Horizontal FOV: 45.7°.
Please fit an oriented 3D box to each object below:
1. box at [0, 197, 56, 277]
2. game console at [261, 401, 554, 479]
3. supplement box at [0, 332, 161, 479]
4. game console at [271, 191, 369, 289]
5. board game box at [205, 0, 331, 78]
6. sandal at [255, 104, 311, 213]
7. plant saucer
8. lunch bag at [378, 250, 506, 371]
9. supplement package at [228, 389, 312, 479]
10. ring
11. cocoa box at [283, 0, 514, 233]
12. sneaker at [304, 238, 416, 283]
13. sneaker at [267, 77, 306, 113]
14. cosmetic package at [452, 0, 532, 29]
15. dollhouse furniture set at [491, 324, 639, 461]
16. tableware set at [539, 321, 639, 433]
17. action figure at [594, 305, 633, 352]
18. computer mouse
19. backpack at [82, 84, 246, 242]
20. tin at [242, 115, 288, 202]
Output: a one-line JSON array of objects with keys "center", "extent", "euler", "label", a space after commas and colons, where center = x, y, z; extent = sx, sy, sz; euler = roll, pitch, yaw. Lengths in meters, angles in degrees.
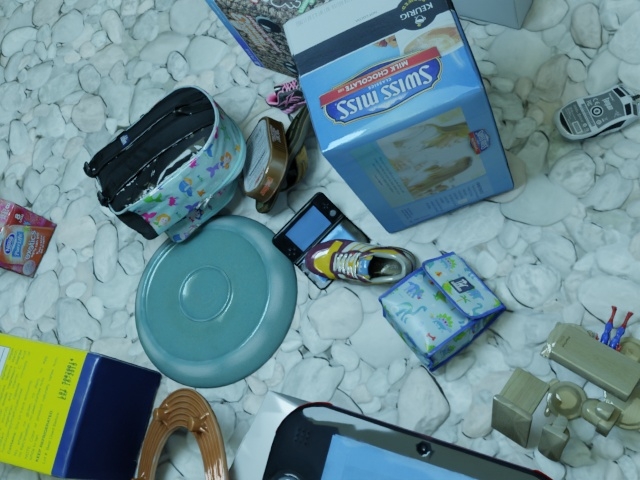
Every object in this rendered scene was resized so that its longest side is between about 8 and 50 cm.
[{"center": [-0.675, -0.027, 1.501], "extent": [0.257, 0.128, 0.122], "euler": [15, 78, 25], "label": "box"}, {"center": [0.087, 0.402, 0.915], "extent": [0.386, 0.060, 0.342], "euler": [13, 79, 22], "label": "game console"}, {"center": [-0.489, 0.272, 1.291], "extent": [0.356, 0.195, 0.194], "euler": [8, 74, 22], "label": "supplement box"}, {"center": [0.000, 0.000, 1.278], "extent": [0.122, 0.107, 0.071], "euler": [-46, 35, 0], "label": "game console"}, {"center": [-0.015, -0.386, 1.327], "extent": [0.291, 0.232, 0.141], "euler": [24, 81, 26], "label": "board game box"}, {"center": [-0.049, -0.142, 1.350], "extent": [0.090, 0.060, 0.219], "euler": [-16, 48, 64], "label": "sandal"}, {"center": [-0.196, 0.097, 1.331], "extent": [0.318, 0.044, 0.317], "euler": [-7, 69, 18], "label": "plant saucer"}, {"center": [0.187, 0.102, 1.164], "extent": [0.151, 0.096, 0.129], "euler": [-34, 61, -10], "label": "lunch bag"}, {"center": [0.036, 0.361, 1.077], "extent": [0.293, 0.175, 0.177], "euler": [24, 83, 25], "label": "supplement package"}, {"center": [-0.223, 0.390, 1.133], "extent": [0.336, 0.032, 0.336], "euler": [-25, 60, 53], "label": "ring"}, {"center": [0.132, -0.193, 1.141], "extent": [0.231, 0.347, 0.228], "euler": [-20, 66, 14], "label": "cocoa box"}, {"center": [0.058, 0.034, 1.220], "extent": [0.185, 0.084, 0.069], "euler": [0, 95, 15], "label": "sneaker"}, {"center": [-0.054, -0.269, 1.371], "extent": [0.119, 0.057, 0.047], "euler": [-30, 55, 48], "label": "sneaker"}, {"center": [0.279, -0.518, 1.320], "extent": [0.225, 0.138, 0.224], "euler": [21, 80, 24], "label": "cosmetic package"}, {"center": [0.343, 0.223, 1.066], "extent": [0.144, 0.123, 0.151], "euler": [30, 68, 26], "label": "dollhouse furniture set"}, {"center": [0.398, 0.195, 1.091], "extent": [0.169, 0.020, 0.141], "euler": [7, 72, 23], "label": "tableware set"}, {"center": [0.407, 0.150, 1.078], "extent": [0.038, 0.030, 0.115], "euler": [21, 81, 23], "label": "action figure"}, {"center": [0.464, -0.209, 1.198], "extent": [0.193, 0.042, 0.106], "euler": [-19, 71, 7], "label": "computer mouse"}, {"center": [-0.254, -0.139, 1.341], "extent": [0.253, 0.191, 0.225], "euler": [-44, 46, 7], "label": "backpack"}, {"center": [-0.100, -0.144, 1.329], "extent": [0.106, 0.040, 0.189], "euler": [-58, 26, 30], "label": "tin"}]
